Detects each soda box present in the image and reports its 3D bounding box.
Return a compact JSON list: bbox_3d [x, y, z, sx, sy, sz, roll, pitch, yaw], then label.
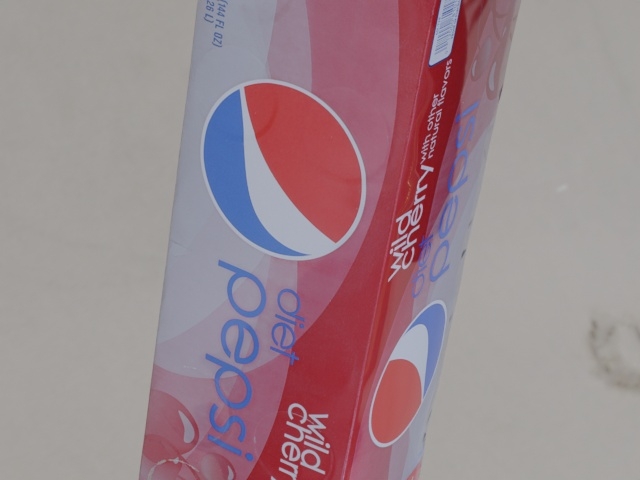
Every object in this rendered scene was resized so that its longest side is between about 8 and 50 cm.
[{"bbox_3d":[0.000,0.000,0.628,0.092,0.263,0.083,22,31,21],"label":"soda box"}]
